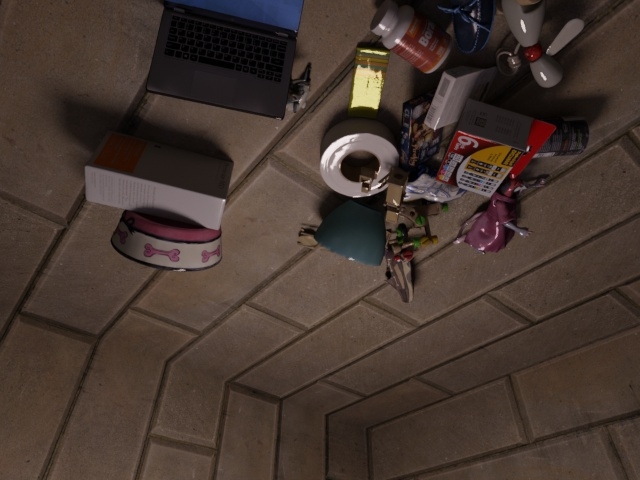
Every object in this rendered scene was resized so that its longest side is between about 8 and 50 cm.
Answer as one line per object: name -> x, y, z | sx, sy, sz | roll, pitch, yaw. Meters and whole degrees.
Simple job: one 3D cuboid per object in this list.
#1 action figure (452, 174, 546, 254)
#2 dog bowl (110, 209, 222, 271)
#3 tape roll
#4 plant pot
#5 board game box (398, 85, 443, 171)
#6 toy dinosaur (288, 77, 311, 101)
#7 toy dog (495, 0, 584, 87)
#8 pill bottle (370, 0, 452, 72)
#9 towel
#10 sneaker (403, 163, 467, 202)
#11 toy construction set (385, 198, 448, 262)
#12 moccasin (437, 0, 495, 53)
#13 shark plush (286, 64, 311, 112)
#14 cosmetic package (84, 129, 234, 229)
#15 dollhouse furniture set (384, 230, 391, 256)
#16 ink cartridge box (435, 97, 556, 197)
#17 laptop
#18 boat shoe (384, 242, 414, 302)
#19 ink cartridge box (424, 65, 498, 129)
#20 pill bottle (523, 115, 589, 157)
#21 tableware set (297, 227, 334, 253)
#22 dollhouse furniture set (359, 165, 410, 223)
action figure -> 0.695, -0.130, 1.725 | 0.276, 0.248, 0.370 | 18, 144, 22
dog bowl -> -0.561, -0.039, 1.681 | 0.408, 0.408, 0.150 | 13, 109, -13
tape roll -> 0.138, -0.290, 1.585 | 0.286, 0.100, 0.286 | 0, 138, 0
plant pot -> 0.141, -0.049, 1.755 | 0.290, 0.290, 0.195 | 18, 103, -18
board game box -> 0.337, -0.366, 1.469 | 0.165, 0.042, 0.243 | -31, 141, -22
toy dinosaur -> -0.196, -0.519, 1.351 | 0.313, 0.121, 0.160 | 37, 109, -16
toy dog -> 0.587, -0.597, 1.198 | 0.161, 0.220, 0.333 | -43, 137, -1
pill bottle -> 0.252, -0.576, 1.251 | 0.216, 0.121, 0.121 | 23, 134, -23
towel -> 0.149, -0.499, 1.416 | 0.102, 0.021, 0.237 | 8, 139, 1
sneaker -> 0.406, -0.219, 1.649 | 0.296, 0.112, 0.131 | -4, 137, 5
toy construction set -> 0.404, -0.039, 1.785 | 0.237, 0.257, 0.309 | -16, 150, -1
moccasin -> 0.365, -0.652, 1.150 | 0.117, 0.138, 0.342 | -36, 130, -23
shark plush -> -0.073, -0.479, 1.418 | 0.067, 0.073, 0.161 | 37, 139, 6
cosmetic package -> -0.558, -0.213, 1.584 | 0.453, 0.230, 0.161 | 13, 133, -14
dollhouse furniture set -> 0.245, 0.005, 1.928 | 0.081, 0.091, 0.114 | -5, 121, -48
ink cartridge box -> 0.548, -0.276, 1.432 | 0.272, 0.130, 0.309 | 20, 162, 10
laptop -> -0.243, -0.587, 1.168 | 0.382, 0.408, 0.236 | 10, 169, -8
boat shoe -> 0.364, 0.150, 2.063 | 0.130, 0.132, 0.355 | -1, 130, 17
ink cartridge box -> 0.441, -0.457, 1.389 | 0.225, 0.056, 0.181 | -27, 149, -31
pill bottle -> 0.744, -0.344, 1.490 | 0.246, 0.130, 0.130 | -3, 138, 5
tableware set -> 0.000, 0.000, 1.950 | 0.194, 0.039, 0.128 | 13, 153, -5
dollhouse furniture set -> 0.221, -0.177, 1.592 | 0.161, 0.101, 0.182 | 18, 141, 15
